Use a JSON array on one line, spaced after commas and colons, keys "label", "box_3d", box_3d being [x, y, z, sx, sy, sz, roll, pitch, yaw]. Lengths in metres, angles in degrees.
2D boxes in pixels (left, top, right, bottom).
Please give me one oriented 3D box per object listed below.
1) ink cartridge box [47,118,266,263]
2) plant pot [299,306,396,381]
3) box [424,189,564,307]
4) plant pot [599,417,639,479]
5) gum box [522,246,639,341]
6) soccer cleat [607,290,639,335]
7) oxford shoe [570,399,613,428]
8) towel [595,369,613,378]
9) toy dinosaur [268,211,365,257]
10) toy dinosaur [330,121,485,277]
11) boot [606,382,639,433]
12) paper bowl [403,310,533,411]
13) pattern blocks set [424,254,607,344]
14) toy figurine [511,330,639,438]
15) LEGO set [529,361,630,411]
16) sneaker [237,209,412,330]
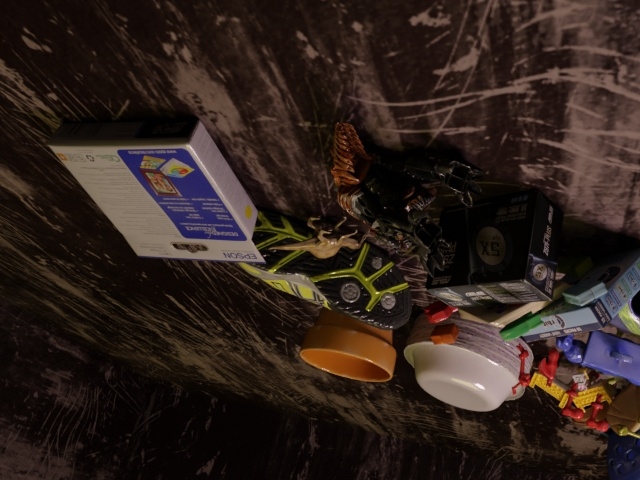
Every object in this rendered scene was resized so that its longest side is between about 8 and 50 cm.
[{"label": "ink cartridge box", "box_3d": [-0.272, -0.080, 1.243, 0.303, 0.072, 0.307, 2, 145, 26]}, {"label": "plant pot", "box_3d": [0.076, 0.185, 1.538, 0.205, 0.188, 0.205, 13, 157, 6]}, {"label": "box", "box_3d": [0.263, 0.017, 1.073, 0.077, 0.147, 0.180, 32, 153, -34]}, {"label": "plant pot", "box_3d": [0.831, 0.505, 1.695, 0.236, 0.212, 0.236, 28, 127, -27]}, {"label": "gum box", "box_3d": [0.415, 0.083, 1.096, 0.041, 0.184, 0.157, 57, 150, -3]}, {"label": "soccer cleat", "box_3d": [0.613, 0.135, 1.193, 0.289, 0.093, 0.121, 18, 151, -6]}, {"label": "oxford shoe", "box_3d": [0.768, 0.452, 1.870, 0.212, 0.076, 0.076, -12, 106, 31]}, {"label": "towel", "box_3d": [0.695, 0.315, 1.665, 0.083, 0.009, 0.060, 24, 157, -18]}, {"label": "toy dinosaur", "box_3d": [0.000, 0.000, 1.275, 0.183, 0.053, 0.093, -4, 136, -10]}, {"label": "toy dinosaur", "box_3d": [0.094, -0.059, 1.026, 0.218, 0.164, 0.322, 21, -175, 34]}, {"label": "boot", "box_3d": [0.747, 0.305, 1.482, 0.203, 0.095, 0.262, 0, 131, -33]}, {"label": "paper bowl", "box_3d": [0.331, 0.289, 1.622, 0.284, 0.148, 0.284, 19, 155, 9]}, {"label": "pattern blocks set", "box_3d": [0.307, 0.097, 1.140, 0.285, 0.026, 0.325, -26, -175, 3]}, {"label": "toy figurine", "box_3d": [0.545, 0.249, 1.282, 0.362, 0.191, 0.217, 21, 169, 13]}, {"label": "LEGO set", "box_3d": [0.596, 0.315, 1.646, 0.287, 0.107, 0.132, -4, 109, 48]}, {"label": "sneaker", "box_3d": [0.003, 0.058, 1.386, 0.384, 0.145, 0.147, 28, 164, -2]}]
